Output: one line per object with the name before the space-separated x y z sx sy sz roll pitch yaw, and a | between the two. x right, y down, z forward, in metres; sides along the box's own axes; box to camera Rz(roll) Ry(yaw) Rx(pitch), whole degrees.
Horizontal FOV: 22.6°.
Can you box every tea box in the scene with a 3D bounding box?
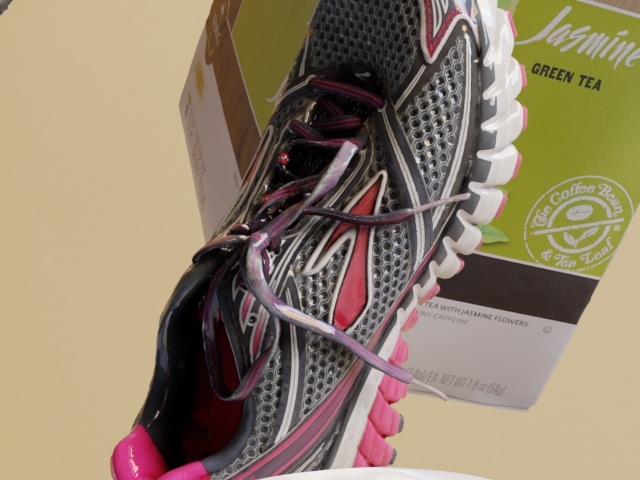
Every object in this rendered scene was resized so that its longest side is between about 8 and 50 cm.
tea box | 0.066 -0.124 1.047 0.329 0.220 0.324 -107 -147 -55

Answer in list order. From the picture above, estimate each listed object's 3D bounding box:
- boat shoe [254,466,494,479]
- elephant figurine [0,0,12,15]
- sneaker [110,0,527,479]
boat shoe | 0.058 0.110 0.341 0.078 0.219 0.070 -52 -152 33
elephant figurine | -0.173 -0.096 0.577 0.186 0.239 0.169 -39 178 4
sneaker | 0.000 0.000 0.717 0.121 0.112 0.299 20 -85 44
